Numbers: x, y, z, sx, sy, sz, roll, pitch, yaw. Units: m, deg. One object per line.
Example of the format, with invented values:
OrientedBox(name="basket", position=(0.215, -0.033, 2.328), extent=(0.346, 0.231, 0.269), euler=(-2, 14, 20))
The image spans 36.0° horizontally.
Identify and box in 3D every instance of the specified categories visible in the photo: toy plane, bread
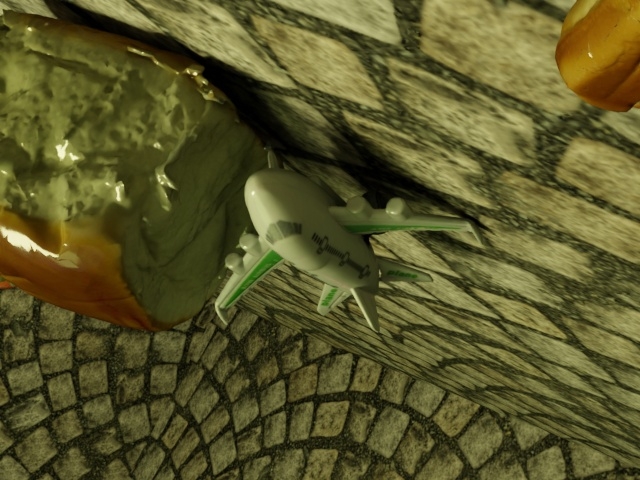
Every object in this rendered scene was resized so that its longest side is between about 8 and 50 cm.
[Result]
OrientedBox(name="toy plane", position=(0.000, -0.004, 0.842), extent=(0.251, 0.101, 0.255), euler=(-19, 148, 17))
OrientedBox(name="bread", position=(-0.201, -0.053, 0.864), extent=(0.279, 0.225, 0.250), euler=(25, 169, 20))

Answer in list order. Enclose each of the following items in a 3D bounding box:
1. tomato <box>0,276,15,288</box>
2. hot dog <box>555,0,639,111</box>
OrientedBox(name="tomato", position=(-0.439, -0.079, 1.279), extent=(0.341, 0.272, 0.341), euler=(-2, 165, 0))
OrientedBox(name="hot dog", position=(0.135, -0.079, 0.290), extent=(0.092, 0.062, 0.235), euler=(27, 168, -2))
